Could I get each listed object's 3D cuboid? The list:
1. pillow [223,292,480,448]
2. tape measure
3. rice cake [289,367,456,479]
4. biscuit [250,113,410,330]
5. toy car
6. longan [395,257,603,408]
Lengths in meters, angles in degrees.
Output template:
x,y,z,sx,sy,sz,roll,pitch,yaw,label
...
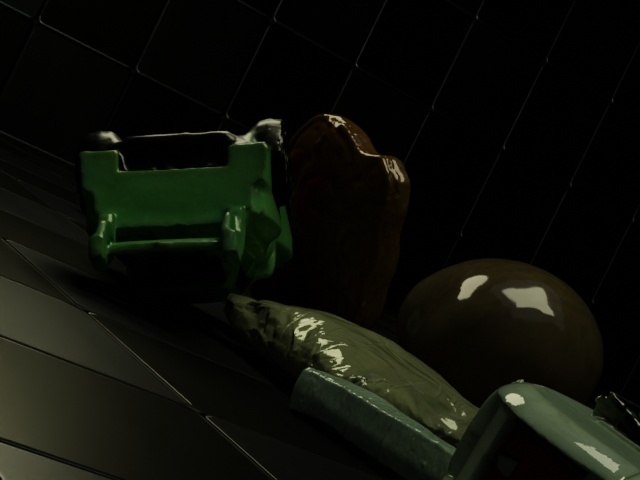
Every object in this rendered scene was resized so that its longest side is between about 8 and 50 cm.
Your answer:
x,y,z,sx,sy,sz,roll,pitch,yaw,label
0.067,0.140,1.450,0.274,0.076,0.281,27,1,-28,pillow
0.200,0.182,0.971,0.243,0.125,0.246,28,8,-40,tape measure
0.060,0.160,1.171,0.042,0.045,0.245,24,3,-40,rice cake
-0.002,0.000,1.696,0.049,0.273,0.257,3,25,-33,biscuit
-0.133,-0.017,1.544,0.213,0.176,0.358,-3,-17,2,toy car
0.202,0.123,1.736,0.248,0.248,0.248,26,1,-1,longan
